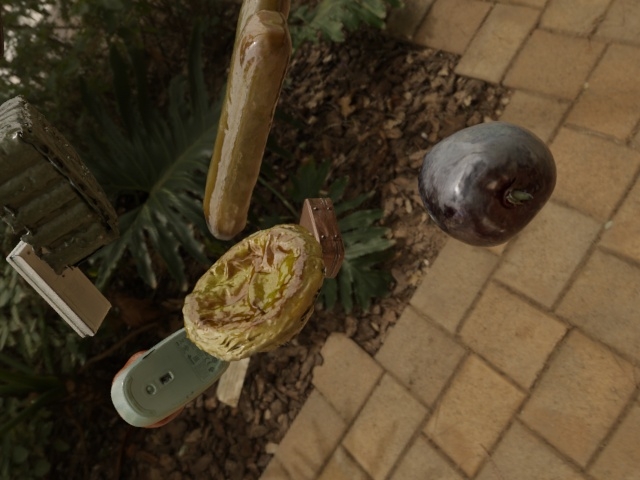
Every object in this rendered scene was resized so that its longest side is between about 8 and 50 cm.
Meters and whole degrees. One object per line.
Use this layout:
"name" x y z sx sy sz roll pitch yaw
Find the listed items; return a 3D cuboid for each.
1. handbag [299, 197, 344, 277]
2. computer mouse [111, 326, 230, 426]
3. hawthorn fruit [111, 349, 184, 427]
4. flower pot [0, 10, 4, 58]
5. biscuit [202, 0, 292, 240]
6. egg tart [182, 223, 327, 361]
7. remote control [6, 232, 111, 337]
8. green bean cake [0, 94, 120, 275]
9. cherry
"handbag" 0.000 0.000 1.482 0.151 0.072 0.193 106 154 -47
"computer mouse" -0.361 0.325 1.418 0.288 0.159 0.097 -35 -4 -28
"hawthorn fruit" -0.425 0.394 1.520 0.226 0.196 0.196 7 75 38
"flower pot" -0.421 -0.291 0.635 0.179 0.084 0.250 21 120 17
"biscuit" -0.091 -0.169 0.727 0.236 0.062 0.290 -92 18 -45
"egg tart" -0.116 0.112 1.158 0.341 0.132 0.341 -24 36 18
"remote control" -0.629 0.107 1.422 0.056 0.277 0.103 -16 35 22
"green bean cake" -0.448 -0.097 0.951 0.132 0.241 0.255 -36 33 -5
"cherry" 0.327 -0.116 1.168 0.255 0.218 0.296 -56 35 7
